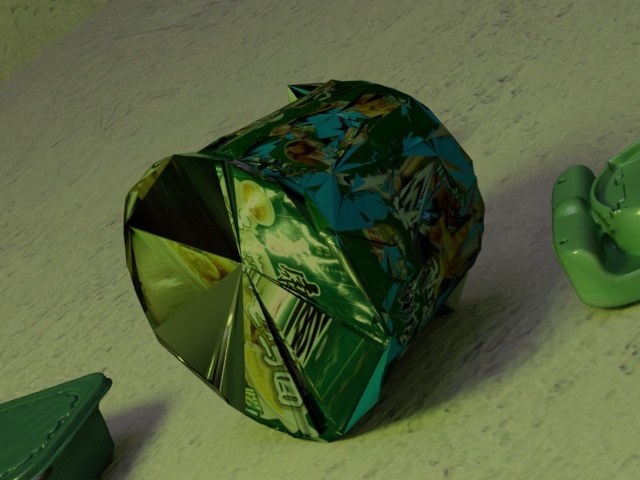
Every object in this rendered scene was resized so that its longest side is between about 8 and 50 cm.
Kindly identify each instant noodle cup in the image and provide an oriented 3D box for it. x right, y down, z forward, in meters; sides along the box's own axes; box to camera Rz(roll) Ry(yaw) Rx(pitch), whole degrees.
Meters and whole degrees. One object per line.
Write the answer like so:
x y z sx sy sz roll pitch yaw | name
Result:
-0.246 0.186 1.346 0.179 0.070 0.157 -20 21 29 | instant noodle cup
0.000 0.000 1.221 0.240 0.240 0.178 -9 22 46 | instant noodle cup

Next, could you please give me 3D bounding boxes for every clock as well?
0.253 -0.033 1.171 0.188 0.060 0.148 -24 20 16 | clock
